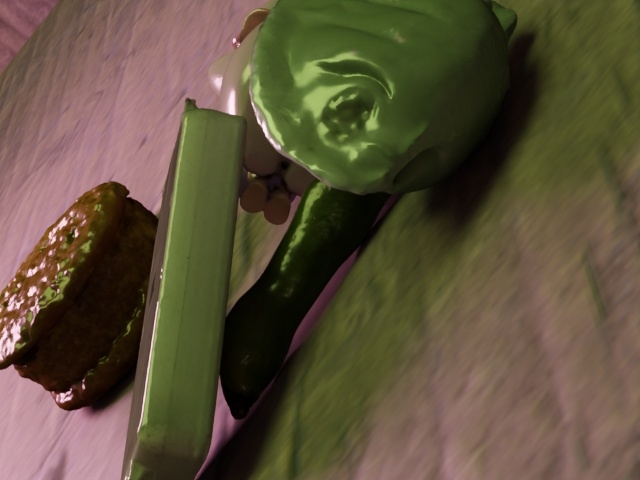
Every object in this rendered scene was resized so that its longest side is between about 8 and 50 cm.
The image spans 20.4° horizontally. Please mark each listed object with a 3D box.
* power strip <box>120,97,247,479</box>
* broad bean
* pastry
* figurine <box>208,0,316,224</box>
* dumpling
[{"bbox_3d":[-0.089,0.041,1.152,0.118,0.046,0.270,114,163,-60],"label":"power strip"},{"bbox_3d":[0.000,-0.001,1.149,0.256,0.052,0.053,-58,27,-9],"label":"broad bean"},{"bbox_3d":[-0.191,0.047,1.465,0.189,0.103,0.189,-47,19,21],"label":"pastry"},{"bbox_3d":[-0.019,-0.116,1.310,0.235,0.127,0.155,-106,30,-70],"label":"figurine"},{"bbox_3d":[0.041,-0.092,1.093,0.152,0.108,0.219,7,36,30],"label":"dumpling"}]
